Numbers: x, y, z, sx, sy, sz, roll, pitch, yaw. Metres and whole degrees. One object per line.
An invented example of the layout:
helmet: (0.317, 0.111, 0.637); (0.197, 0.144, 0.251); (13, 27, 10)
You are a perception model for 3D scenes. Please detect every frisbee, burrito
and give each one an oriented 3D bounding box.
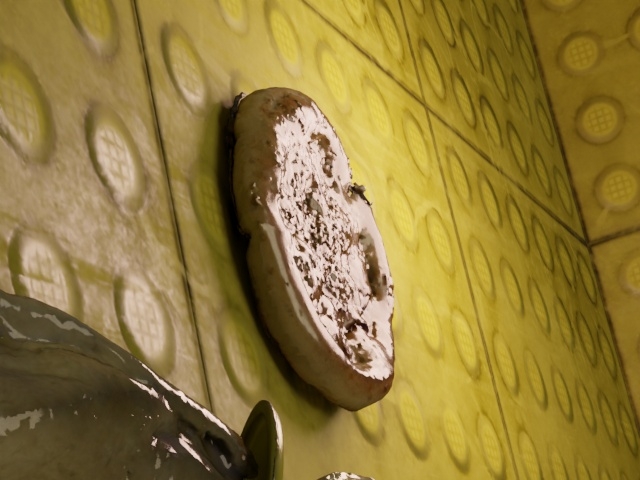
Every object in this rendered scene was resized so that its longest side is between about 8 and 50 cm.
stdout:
frisbee: (-0.062, 0.243, 1.324); (0.236, 0.017, 0.235); (-168, -90, -80)
burrito: (-0.177, 0.135, 1.174); (0.332, 0.135, 0.190); (40, 43, -51)

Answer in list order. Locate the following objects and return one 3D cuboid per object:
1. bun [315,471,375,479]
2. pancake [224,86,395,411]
bun: (0.056, 0.347, 1.528); (0.287, 0.146, 0.287); (31, 27, -18)
pancake: (-0.001, 0.001, 1.874); (0.382, 0.071, 0.382); (53, 26, -41)
